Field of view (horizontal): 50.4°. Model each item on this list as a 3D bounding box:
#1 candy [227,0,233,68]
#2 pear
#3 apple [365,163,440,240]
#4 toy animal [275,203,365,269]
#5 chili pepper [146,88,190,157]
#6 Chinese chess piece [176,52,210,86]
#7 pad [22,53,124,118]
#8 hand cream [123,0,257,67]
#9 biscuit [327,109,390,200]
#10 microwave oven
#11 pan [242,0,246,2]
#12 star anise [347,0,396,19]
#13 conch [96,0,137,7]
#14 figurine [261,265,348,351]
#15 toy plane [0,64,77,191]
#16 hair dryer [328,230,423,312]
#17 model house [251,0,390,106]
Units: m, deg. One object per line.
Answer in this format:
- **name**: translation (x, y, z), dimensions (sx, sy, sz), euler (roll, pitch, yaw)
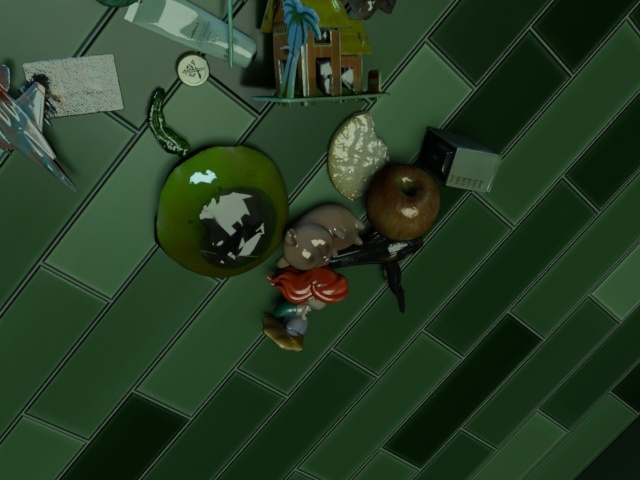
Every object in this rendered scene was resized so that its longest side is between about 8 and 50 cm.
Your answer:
- **candy**: translation (-0.213, -0.576, 1.601), dimensions (0.092, 0.093, 0.335), euler (-25, 120, -54)
- **pear**: translation (-0.243, -0.046, 1.808), dimensions (0.399, 0.165, 0.398), euler (-9, 120, -16)
- **apple**: translation (0.230, -0.106, 1.905), dimensions (0.211, 0.211, 0.188), euler (-18, 158, -8)
- **toy animal**: translation (-0.004, -0.011, 1.909), dimensions (0.250, 0.154, 0.166), euler (-30, 139, -33)
- **chili pepper**: translation (-0.395, -0.290, 1.729), dimensions (0.073, 0.050, 0.182), euler (-21, 117, 2)
- **Chinese chess piece**: translation (-0.317, -0.425, 1.695), dimensions (0.084, 0.034, 0.084), euler (-6, 116, -13)
- **pad**: translation (-0.597, -0.372, 1.652), dimensions (0.212, 0.003, 0.142), euler (-10, 117, -12)
- **hand cream**: translation (-0.303, -0.514, 1.650), dimensions (0.321, 0.067, 0.109), euler (22, 108, -20)
- **biscuit**: translation (0.112, -0.235, 1.915), dimensions (0.188, 0.040, 0.265), euler (-3, 115, -13)
- **microwave oven**: translation (0.382, -0.222, 1.908), dimensions (0.163, 0.205, 0.129), euler (7, 112, -18)
- **pan**: translation (-0.141, -0.681, 1.617), dimensions (0.202, 0.048, 0.128), euler (-32, 101, 24)
- **star anise**: translation (0.126, -0.686, 1.619), dimensions (0.315, 0.108, 0.315), euler (-33, 134, -42)
- **conch**: translation (-0.465, -0.614, 1.510), dimensions (0.203, 0.134, 0.196), euler (11, 70, -16)
- **figurine**: translation (-0.060, 0.172, 1.977), dimensions (0.257, 0.208, 0.181), euler (-58, 153, 14)
- **toy plane**: translation (-0.695, -0.246, 1.626), dimensions (0.223, 0.104, 0.326), euler (-34, 123, 4)
- **hair dryer**: translation (0.186, 0.117, 2.087), dimensions (0.304, 0.120, 0.359), euler (-19, 128, 2)
- **model house**: translation (0.024, -0.483, 1.600), dimensions (0.301, 0.340, 0.323), euler (-11, 106, -28)
